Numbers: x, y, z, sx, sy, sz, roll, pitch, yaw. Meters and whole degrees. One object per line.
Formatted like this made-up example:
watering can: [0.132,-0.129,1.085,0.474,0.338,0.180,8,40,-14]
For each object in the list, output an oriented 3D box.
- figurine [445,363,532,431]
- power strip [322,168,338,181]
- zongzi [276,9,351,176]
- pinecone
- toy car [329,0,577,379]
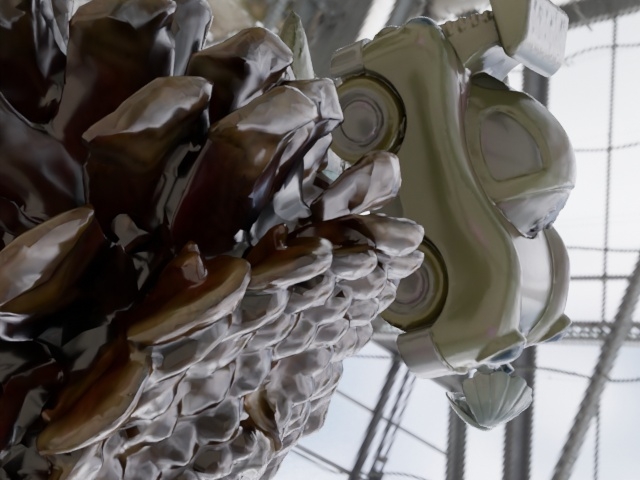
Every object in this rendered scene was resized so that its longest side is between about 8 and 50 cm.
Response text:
figurine: [0.195,0.170,1.127,0.082,0.094,0.086,-100,-150,-63]
power strip: [0.000,0.000,1.669,0.167,0.054,0.253,116,-30,-45]
zongzi: [-0.023,-0.218,1.777,0.174,0.356,0.393,43,-61,26]
pinecone: [-0.151,0.004,0.590,0.384,0.384,0.384,-34,-143,31]
toy car: [0.164,-0.053,0.983,0.226,0.242,0.336,-19,-98,25]
